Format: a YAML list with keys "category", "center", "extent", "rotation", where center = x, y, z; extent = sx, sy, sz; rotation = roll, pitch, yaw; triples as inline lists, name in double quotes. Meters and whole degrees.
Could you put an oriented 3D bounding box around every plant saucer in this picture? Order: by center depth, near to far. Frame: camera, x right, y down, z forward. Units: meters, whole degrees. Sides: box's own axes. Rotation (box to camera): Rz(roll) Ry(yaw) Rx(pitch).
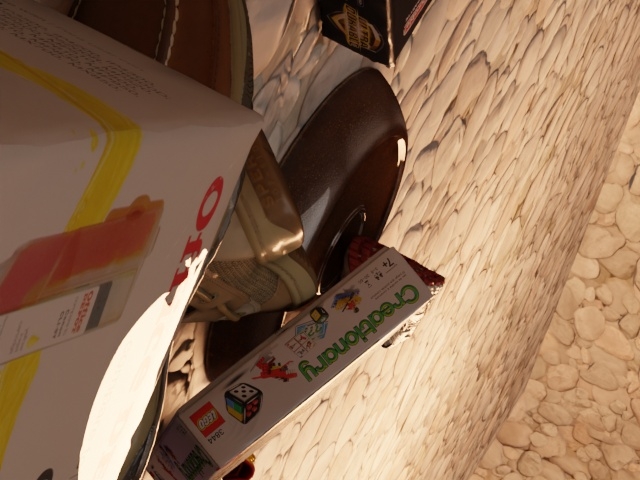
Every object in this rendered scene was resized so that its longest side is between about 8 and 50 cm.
- category: "plant saucer"
  center: [0.000, 0.000, 1.562]
  extent: [0.310, 0.050, 0.310]
  rotation: [-58, 167, -22]

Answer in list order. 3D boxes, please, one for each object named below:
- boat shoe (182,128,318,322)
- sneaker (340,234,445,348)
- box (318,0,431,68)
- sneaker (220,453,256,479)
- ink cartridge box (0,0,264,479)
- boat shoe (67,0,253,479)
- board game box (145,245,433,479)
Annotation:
- category: "boat shoe"
  center: [-0.076, -0.006, 1.169]
  extent: [0.110, 0.121, 0.341]
  rotation: [-26, 169, -4]
- category: "sneaker"
  center: [0.059, 0.056, 1.596]
  extent: [0.092, 0.088, 0.225]
  rotation: [-62, 167, 0]
- category: "box"
  center: [0.091, -0.313, 1.263]
  extent: [0.295, 0.073, 0.293]
  rotation: [-58, 165, -19]
- category: "sneaker"
  center: [-0.086, 0.196, 1.568]
  extent: [0.064, 0.067, 0.175]
  rotation: [-65, 168, 3]
- category: "ink cartridge box"
  center: [-0.196, 0.049, 0.671]
  extent: [0.279, 0.160, 0.385]
  rotation: [-66, 166, 13]
- category: "boat shoe"
  center: [-0.127, -0.007, 0.909]
  extent: [0.120, 0.123, 0.324]
  rotation: [10, 95, -44]
- category: "board game box"
  center: [-0.034, 0.112, 1.350]
  extent: [0.193, 0.053, 0.305]
  rotation: [-38, 175, -16]
